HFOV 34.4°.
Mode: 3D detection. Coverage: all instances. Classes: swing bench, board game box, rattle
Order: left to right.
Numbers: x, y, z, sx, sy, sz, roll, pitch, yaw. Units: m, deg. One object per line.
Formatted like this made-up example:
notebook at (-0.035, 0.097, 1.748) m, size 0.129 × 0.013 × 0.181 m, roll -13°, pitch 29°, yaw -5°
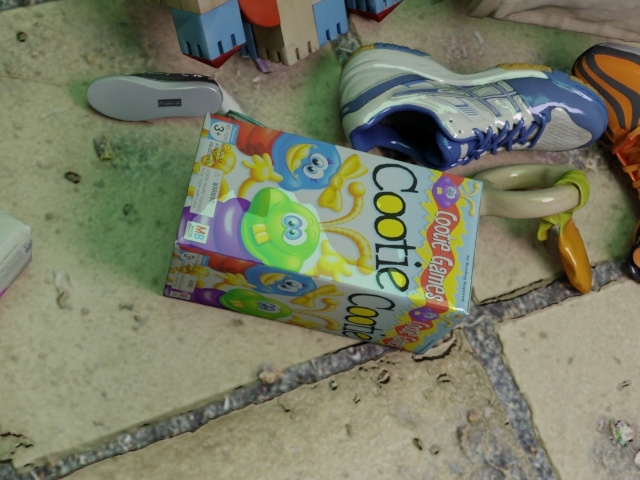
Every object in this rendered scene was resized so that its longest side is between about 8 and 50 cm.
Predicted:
board game box at (0.000, 0.000, 1.010) m, size 0.275 × 0.144 × 0.142 m, roll 13°, pitch 66°, yaw -7°
rattle at (0.189, -0.015, 1.127) m, size 0.199 × 0.143 × 0.130 m, roll -9°, pitch 37°, yaw -1°
swing bench at (0.291, -0.313, 1.143) m, size 0.253 × 0.165 × 0.255 m, roll 8°, pitch 31°, yaw -9°

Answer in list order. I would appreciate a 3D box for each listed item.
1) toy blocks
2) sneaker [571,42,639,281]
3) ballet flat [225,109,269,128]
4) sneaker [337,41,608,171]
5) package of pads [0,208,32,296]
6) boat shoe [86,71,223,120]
toy blocks at (-0.051, -0.309, 1.079) m, size 0.190 × 0.261 × 0.381 m, roll 22°, pitch 45°, yaw 40°
sneaker at (0.377, -0.069, 1.144) m, size 0.321 × 0.125 × 0.180 m, roll 44°, pitch 64°, yaw 7°
ballet flat at (-0.052, -0.103, 1.101) m, size 0.114 × 0.041 × 0.041 m, roll 21°, pitch 64°, yaw -3°
sneaker at (0.163, -0.120, 1.112) m, size 0.296 × 0.112 × 0.131 m, roll 7°, pitch 51°, yaw 0°
package of pads at (-0.446, 0.010, 0.920) m, size 0.296 × 0.101 × 0.229 m, roll 33°, pitch 63°, yaw 2°
boat shoe at (-0.175, -0.155, 1.092) m, size 0.142 × 0.049 × 0.040 m, roll 2°, pitch 34°, yaw -11°
